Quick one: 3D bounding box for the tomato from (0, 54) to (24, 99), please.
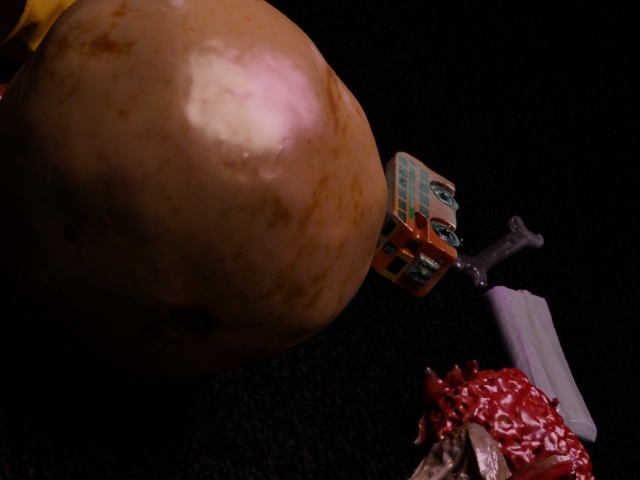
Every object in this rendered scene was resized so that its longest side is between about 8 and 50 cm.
[{"bbox_3d":[-0.306,-0.147,1.566,0.225,0.085,0.225,40,27,-25],"label":"tomato"}]

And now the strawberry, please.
[{"bbox_3d":[0.192,0.214,1.704,0.174,0.098,0.228,5,42,-50],"label":"strawberry"}]

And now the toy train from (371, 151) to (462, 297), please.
[{"bbox_3d":[0.098,-0.021,1.980,0.099,0.072,0.188,28,29,-14],"label":"toy train"}]

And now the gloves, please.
[{"bbox_3d":[-0.239,-0.198,1.565,0.294,0.116,0.133,7,79,-73],"label":"gloves"}]

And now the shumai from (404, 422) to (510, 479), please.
[{"bbox_3d":[0.108,0.232,1.566,0.116,0.145,0.145,-13,45,-8],"label":"shumai"}]

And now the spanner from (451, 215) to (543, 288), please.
[{"bbox_3d":[0.211,0.013,2.143,0.054,0.015,0.254,47,26,8],"label":"spanner"}]

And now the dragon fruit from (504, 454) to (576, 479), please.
[{"bbox_3d":[0.148,0.326,1.430,0.205,0.152,0.317,-5,87,-82],"label":"dragon fruit"}]

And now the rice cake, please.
[{"bbox_3d":[0.233,0.131,1.958,0.080,0.042,0.222,21,33,-28],"label":"rice cake"}]

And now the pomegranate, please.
[{"bbox_3d":[-0.103,-0.055,1.448,0.342,0.342,0.342,32,27,-19],"label":"pomegranate"}]
